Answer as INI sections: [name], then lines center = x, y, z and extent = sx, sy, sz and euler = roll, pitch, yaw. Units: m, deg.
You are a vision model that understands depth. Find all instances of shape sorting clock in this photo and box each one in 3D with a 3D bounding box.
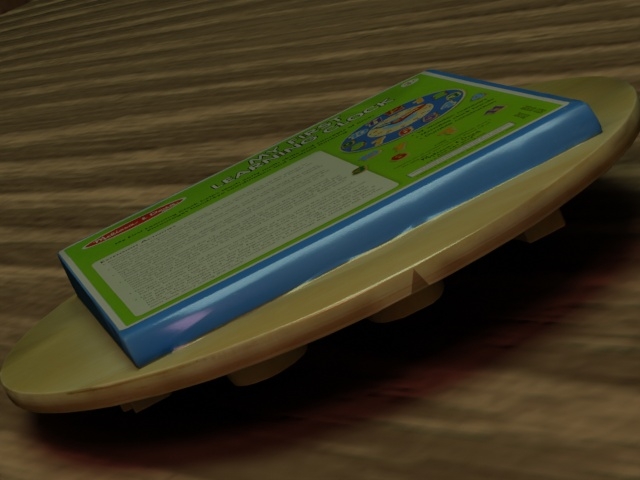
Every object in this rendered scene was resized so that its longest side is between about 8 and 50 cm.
[shape sorting clock]
center = 0.000, 0.000, 0.517
extent = 0.206, 0.040, 0.206
euler = -22, 16, 7
